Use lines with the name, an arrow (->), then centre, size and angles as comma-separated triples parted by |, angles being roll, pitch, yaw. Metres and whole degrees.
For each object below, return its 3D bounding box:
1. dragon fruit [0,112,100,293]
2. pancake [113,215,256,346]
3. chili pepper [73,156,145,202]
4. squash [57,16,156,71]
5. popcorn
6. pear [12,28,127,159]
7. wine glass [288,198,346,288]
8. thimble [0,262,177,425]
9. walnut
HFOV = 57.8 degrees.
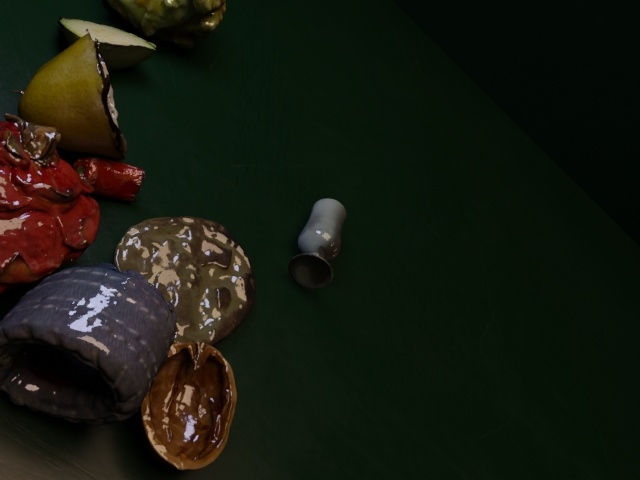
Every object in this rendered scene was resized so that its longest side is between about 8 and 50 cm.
dragon fruit -> -0.420, -0.069, 0.860 | 0.152, 0.205, 0.317 | 4, 31, 0
pancake -> -0.252, 0.071, 1.105 | 0.294, 0.049, 0.294 | 21, 49, -27
chili pepper -> -0.406, -0.121, 1.103 | 0.123, 0.073, 0.070 | 12, 56, -42
squash -> -0.494, -0.430, 1.297 | 0.184, 0.085, 0.192 | 34, 28, 31
popcorn -> -0.382, -0.642, 1.412 | 0.335, 0.279, 0.274 | 42, 57, -26
pear -> -0.471, -0.251, 1.088 | 0.178, 0.267, 0.267 | -18, 67, -14
wine glass -> 0.000, 0.000, 1.353 | 0.103, 0.103, 0.231 | 36, 36, -14
thimble -> -0.333, 0.145, 0.825 | 0.205, 0.236, 0.172 | 62, 25, -27
walnut -> -0.227, 0.269, 0.931 | 0.167, 0.087, 0.211 | 32, 43, -28
